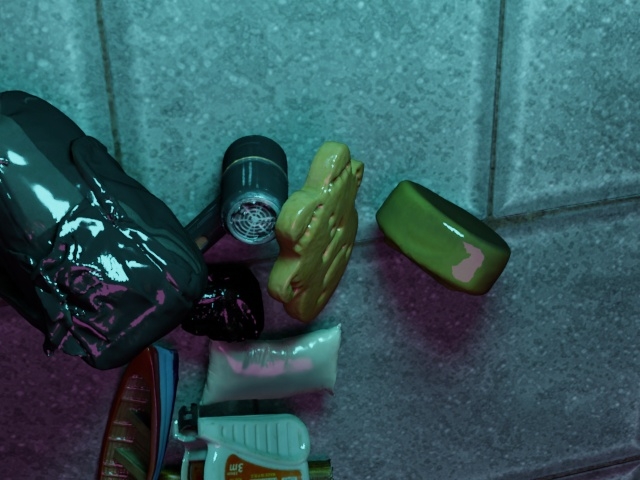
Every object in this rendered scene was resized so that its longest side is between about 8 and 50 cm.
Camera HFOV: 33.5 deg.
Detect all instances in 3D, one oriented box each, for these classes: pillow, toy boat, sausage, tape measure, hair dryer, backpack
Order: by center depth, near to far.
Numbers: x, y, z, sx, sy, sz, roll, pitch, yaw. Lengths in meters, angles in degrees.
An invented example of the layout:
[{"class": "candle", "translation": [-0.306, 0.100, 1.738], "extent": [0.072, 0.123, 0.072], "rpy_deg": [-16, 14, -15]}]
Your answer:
[{"class": "backpack", "translation": [-0.371, -0.027, 1.480], "extent": [0.255, 0.363, 0.445], "rpy_deg": [-40, 93, 3]}, {"class": "hair dryer", "translation": [-0.187, 0.002, 1.680], "extent": [0.107, 0.189, 0.352], "rpy_deg": [38, 113, -24]}, {"class": "toy boat", "translation": [-0.318, 0.348, 1.867], "extent": [0.079, 0.136, 0.392], "rpy_deg": [-9, 123, -49]}, {"class": "pillow", "translation": [-0.087, 0.219, 1.883], "extent": [0.254, 0.078, 0.144], "rpy_deg": [-2, 119, -16]}, {"class": "tape measure", "translation": [-0.140, 0.413, 1.893], "extent": [0.243, 0.125, 0.246], "rpy_deg": [6, 78, -38]}, {"class": "sausage", "translation": [-0.155, 0.462, 2.002], "extent": [0.372, 0.082, 0.082], "rpy_deg": [1, 118, -18]}]

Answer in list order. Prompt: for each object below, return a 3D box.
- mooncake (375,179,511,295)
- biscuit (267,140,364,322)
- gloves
[{"class": "mooncake", "translation": [0.211, 0.007, 1.776], "extent": [0.235, 0.235, 0.117], "rpy_deg": [28, 106, -29]}, {"class": "biscuit", "translation": [0.002, 0.001, 1.684], "extent": [0.275, 0.052, 0.355], "rpy_deg": [-57, 160, -28]}, {"class": "gloves", "translation": [-0.192, 0.112, 1.772], "extent": [0.181, 0.106, 0.129], "rpy_deg": [-8, 123, -19]}]
